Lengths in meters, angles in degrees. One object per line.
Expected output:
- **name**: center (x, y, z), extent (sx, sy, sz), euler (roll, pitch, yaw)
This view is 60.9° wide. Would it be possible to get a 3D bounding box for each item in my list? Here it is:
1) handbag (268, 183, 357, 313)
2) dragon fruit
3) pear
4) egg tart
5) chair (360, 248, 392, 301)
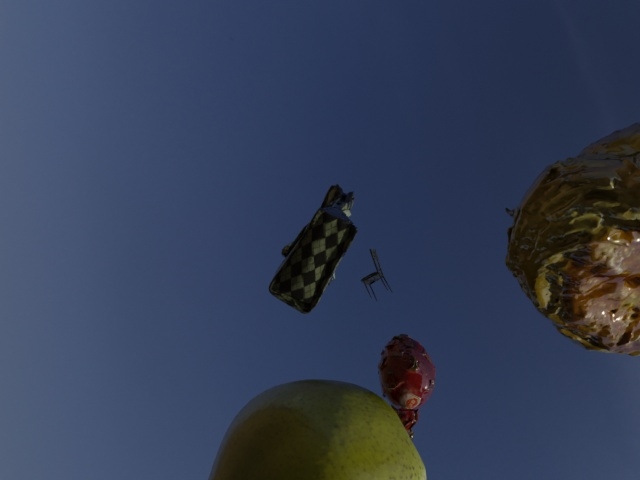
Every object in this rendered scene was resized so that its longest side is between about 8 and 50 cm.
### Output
- **handbag**: center (0.000, 0.000, 1.663), extent (0.180, 0.416, 0.317), euler (28, -75, -1)
- **dragon fruit**: center (0.139, 0.243, 0.851), extent (0.094, 0.094, 0.191), euler (3, -76, 42)
- **pear**: center (-0.001, 0.322, 0.715), extent (0.294, 0.294, 0.295), euler (11, -74, 40)
- **egg tart**: center (0.366, -0.003, 0.548), extent (0.351, 0.340, 0.153), euler (-10, -130, 16)
- **chair**: center (0.092, 0.061, 0.956), extent (0.042, 0.037, 0.086), euler (-26, -118, 17)
